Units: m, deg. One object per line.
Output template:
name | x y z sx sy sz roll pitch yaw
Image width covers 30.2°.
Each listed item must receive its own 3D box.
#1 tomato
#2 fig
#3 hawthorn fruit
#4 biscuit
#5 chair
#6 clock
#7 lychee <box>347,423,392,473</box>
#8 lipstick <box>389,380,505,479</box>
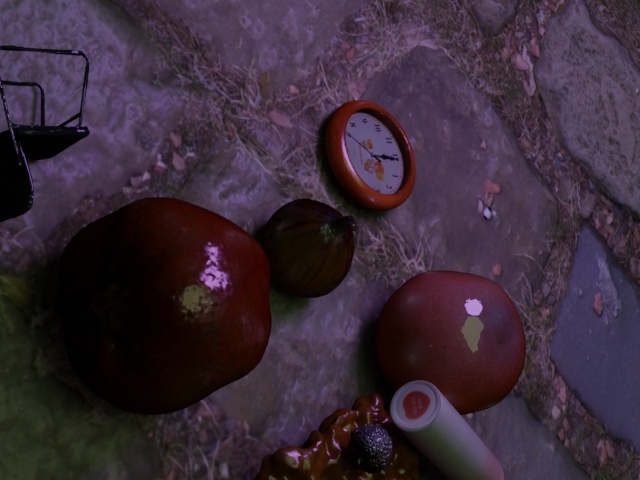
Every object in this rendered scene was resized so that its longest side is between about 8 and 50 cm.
tomato | 0.221 0.171 1.991 0.255 0.224 0.256 7 79 -39
fig | -0.014 -0.005 1.872 0.149 0.202 0.148 30 32 11
hawthorn fruit | -0.201 0.077 1.595 0.311 0.295 0.295 -35 100 -45
biscuit | 0.053 0.423 1.813 0.312 0.110 0.318 -26 91 -47
chair | -0.388 -0.130 1.581 0.145 0.140 0.221 -2 79 -43
clock | 0.088 -0.150 2.093 0.205 0.051 0.205 18 62 -38
lychee | 0.074 0.310 1.764 0.083 0.068 0.067 -52 148 -47
lipstick | 0.211 0.331 1.927 0.327 0.087 0.087 49 44 -50
